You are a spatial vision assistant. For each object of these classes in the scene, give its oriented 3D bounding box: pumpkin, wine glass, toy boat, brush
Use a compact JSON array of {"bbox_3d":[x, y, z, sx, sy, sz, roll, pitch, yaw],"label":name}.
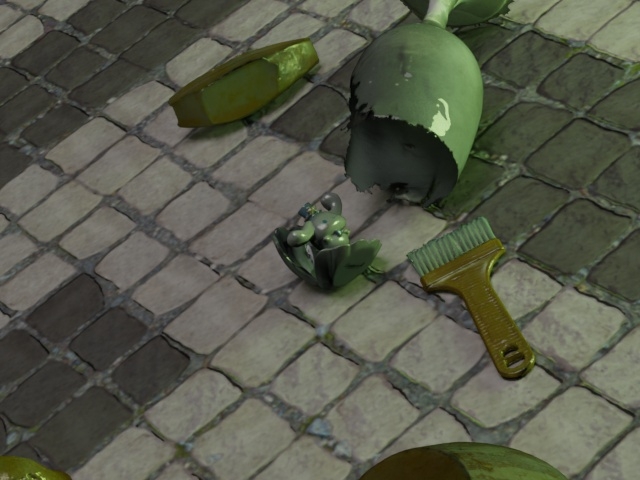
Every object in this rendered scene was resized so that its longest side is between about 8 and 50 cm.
[{"bbox_3d":[0.083,0.212,1.302,0.217,0.110,0.217,-17,42,16],"label":"pumpkin"},{"bbox_3d":[0.107,-0.177,1.749,0.143,0.143,0.321,-9,38,24],"label":"wine glass"},{"bbox_3d":[-0.082,-0.171,1.936,0.172,0.065,0.066,-25,15,-1],"label":"toy boat"},{"bbox_3d":[0.141,0.052,1.545,0.082,0.010,0.218,-26,36,1],"label":"brush"}]

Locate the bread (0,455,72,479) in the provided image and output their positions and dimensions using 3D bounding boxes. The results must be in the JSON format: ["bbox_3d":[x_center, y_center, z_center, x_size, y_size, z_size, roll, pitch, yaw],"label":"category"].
[{"bbox_3d":[-0.311,0.254,1.544,0.187,0.065,0.149,-15,42,14],"label":"bread"}]

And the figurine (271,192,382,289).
[{"bbox_3d":[0.000,0.000,1.640,0.082,0.094,0.086,-52,59,29],"label":"figurine"}]
